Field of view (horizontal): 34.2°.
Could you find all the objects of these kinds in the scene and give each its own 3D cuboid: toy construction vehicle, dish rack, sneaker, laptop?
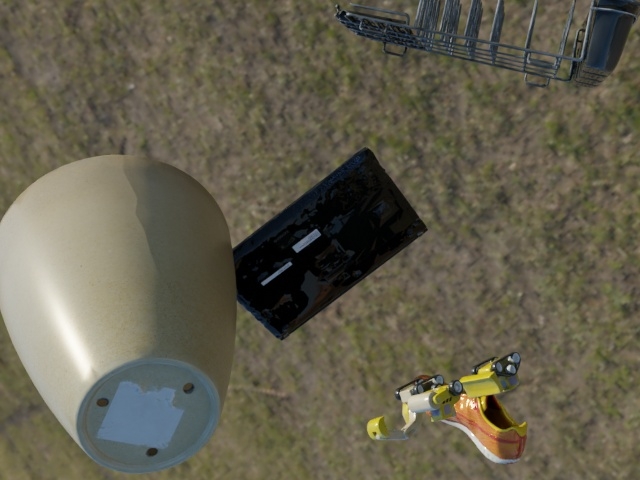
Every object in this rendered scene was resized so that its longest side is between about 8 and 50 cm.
[{"bbox_3d":[0.092,0.117,0.757,0.086,0.098,0.035,-21,87,44],"label":"toy construction vehicle"},{"bbox_3d":[0.153,-0.202,0.989,0.272,0.074,0.208,13,-175,9],"label":"dish rack"},{"bbox_3d":[0.185,0.203,1.270,0.175,0.064,0.067,29,116,39],"label":"sneaker"},{"bbox_3d":[0.000,0.000,1.307,0.264,0.234,0.136,48,-175,-44],"label":"laptop"}]

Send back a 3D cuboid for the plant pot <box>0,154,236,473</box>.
[{"bbox_3d":[-0.186,0.090,1.011,0.274,0.257,0.256,-119,11,-56],"label":"plant pot"}]
